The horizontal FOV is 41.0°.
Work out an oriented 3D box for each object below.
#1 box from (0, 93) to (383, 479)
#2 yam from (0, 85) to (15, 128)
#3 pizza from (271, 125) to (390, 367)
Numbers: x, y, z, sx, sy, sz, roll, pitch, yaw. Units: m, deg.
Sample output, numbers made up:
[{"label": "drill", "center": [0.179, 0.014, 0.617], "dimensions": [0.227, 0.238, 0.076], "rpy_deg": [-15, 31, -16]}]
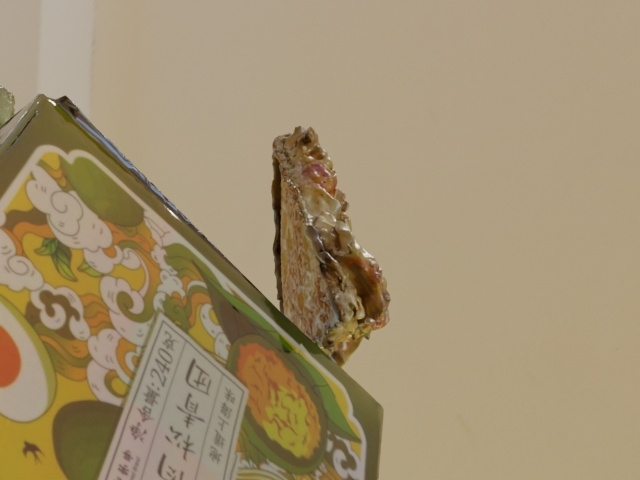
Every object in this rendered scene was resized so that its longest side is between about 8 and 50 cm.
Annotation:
[{"label": "box", "center": [-0.131, 0.166, 0.505], "dimensions": [0.138, 0.373, 0.420], "rpy_deg": [-30, -152, 26]}, {"label": "yam", "center": [-0.451, -0.092, 0.835], "dimensions": [0.317, 0.071, 0.067], "rpy_deg": [-12, -124, 6]}, {"label": "pizza", "center": [0.000, 0.000, 0.814], "dimensions": [0.287, 0.074, 0.251], "rpy_deg": [128, -47, -70]}]
